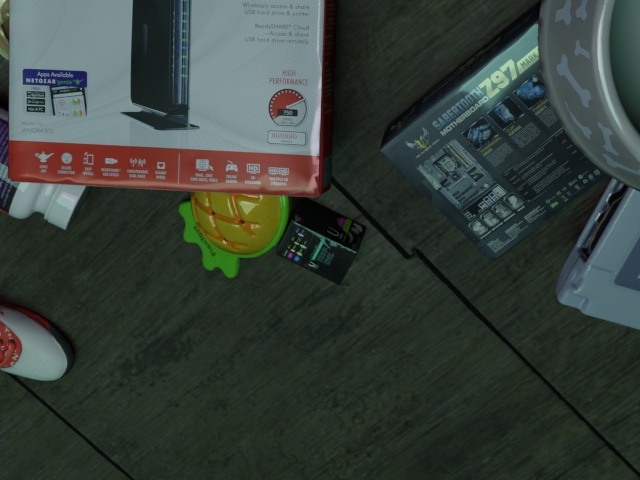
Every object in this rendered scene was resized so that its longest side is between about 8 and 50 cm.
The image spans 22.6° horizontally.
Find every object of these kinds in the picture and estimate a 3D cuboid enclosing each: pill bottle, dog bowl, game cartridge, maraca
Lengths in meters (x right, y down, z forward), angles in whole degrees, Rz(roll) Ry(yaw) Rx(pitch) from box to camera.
[{"bbox_3d":[-0.354,-0.090,1.794,0.193,0.108,0.108,27,119,-3],"label":"pill bottle"},{"bbox_3d":[0.385,-0.195,1.498,0.349,0.102,0.348,-2,102,-10],"label":"dog bowl"},{"bbox_3d":[0.394,-0.033,1.666,0.196,0.060,0.294,18,117,-17],"label":"game cartridge"},{"bbox_3d":[-0.097,-0.034,1.779,0.127,0.099,0.185,55,135,13],"label":"maraca"}]

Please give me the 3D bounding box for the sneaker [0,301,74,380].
[{"bbox_3d":[-0.433,0.117,1.898,0.270,0.145,0.090,33,119,-7],"label":"sneaker"}]

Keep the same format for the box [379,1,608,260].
[{"bbox_3d":[0.207,-0.112,1.693,0.183,0.059,0.233,43,117,-15],"label":"box"}]

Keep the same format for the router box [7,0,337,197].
[{"bbox_3d":[-0.153,-0.204,1.656,0.335,0.082,0.301,3,99,10],"label":"router box"}]

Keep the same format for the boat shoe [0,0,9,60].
[{"bbox_3d":[-0.349,-0.260,1.737,0.045,0.050,0.135,-14,114,24],"label":"boat shoe"}]

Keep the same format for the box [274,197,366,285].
[{"bbox_3d":[0.000,0.000,1.795,0.083,0.062,0.052,26,121,-2],"label":"box"}]
